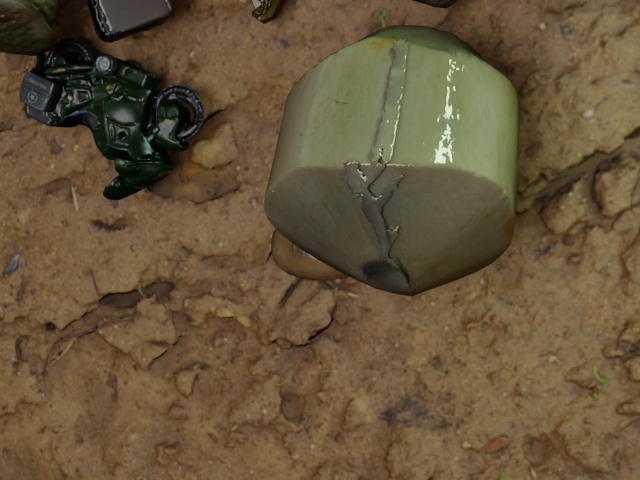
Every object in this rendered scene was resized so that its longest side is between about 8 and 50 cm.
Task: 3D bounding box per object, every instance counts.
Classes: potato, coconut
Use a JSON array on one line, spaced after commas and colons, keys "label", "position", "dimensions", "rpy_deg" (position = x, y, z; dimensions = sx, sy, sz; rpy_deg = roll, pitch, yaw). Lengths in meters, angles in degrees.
[{"label": "potato", "position": [0.003, 0.000, 1.633], "dimensions": [0.147, 0.112, 0.112], "rpy_deg": [3, 101, 20]}, {"label": "coconut", "position": [0.088, -0.078, 1.457], "dimensions": [0.323, 0.323, 0.323], "rpy_deg": [5, 102, 23]}]

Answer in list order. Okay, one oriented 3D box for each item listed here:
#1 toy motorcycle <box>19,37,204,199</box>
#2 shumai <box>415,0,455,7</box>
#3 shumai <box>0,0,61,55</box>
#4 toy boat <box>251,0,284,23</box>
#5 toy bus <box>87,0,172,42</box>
[{"label": "toy motorcycle", "position": [-0.296, -0.163, 1.725], "dimensions": [0.274, 0.125, 0.187], "rpy_deg": [27, 100, 19]}, {"label": "shumai", "position": [0.152, -0.384, 1.429], "dimensions": [0.283, 0.217, 0.346], "rpy_deg": [-35, 88, 24]}, {"label": "shumai", "position": [-0.426, -0.331, 1.654], "dimensions": [0.201, 0.201, 0.120], "rpy_deg": [6, 75, 22]}, {"label": "toy boat", "position": [-0.104, -0.382, 1.621], "dimensions": [0.072, 0.064, 0.206], "rpy_deg": [-22, 91, 9]}, {"label": "toy bus", "position": [-0.297, -0.424, 1.650], "dimensions": [0.112, 0.138, 0.317], "rpy_deg": [-19, 94, -9]}]
